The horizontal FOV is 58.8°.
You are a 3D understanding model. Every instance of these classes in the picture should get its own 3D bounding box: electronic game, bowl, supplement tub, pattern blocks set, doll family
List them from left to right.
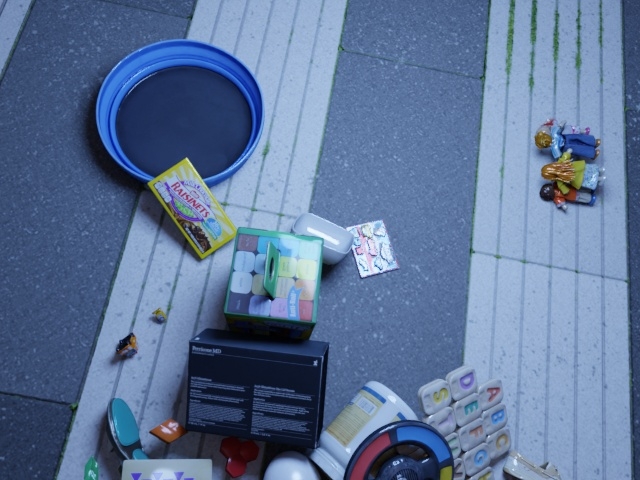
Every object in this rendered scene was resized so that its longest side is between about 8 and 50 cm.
[{"bbox_3d":[-0.283,0.485,1.063,0.324,0.026,0.286,16,56,-18],"label":"pattern blocks set"},{"bbox_3d":[-0.328,-0.297,1.361,0.390,0.077,0.391,2,72,-6],"label":"bowl"},{"bbox_3d":[0.000,0.000,1.283,0.142,0.142,0.053,25,115,2],"label":"bowl"},{"bbox_3d":[0.088,0.399,1.134,0.144,0.144,0.199,44,72,9],"label":"supplement tub"},{"bbox_3d":[0.147,0.444,1.052,0.229,0.048,0.229,-3,98,-20],"label":"electronic game"},{"bbox_3d":[0.615,-0.213,1.417,0.163,0.118,0.263,5,71,-5],"label":"doll family"}]

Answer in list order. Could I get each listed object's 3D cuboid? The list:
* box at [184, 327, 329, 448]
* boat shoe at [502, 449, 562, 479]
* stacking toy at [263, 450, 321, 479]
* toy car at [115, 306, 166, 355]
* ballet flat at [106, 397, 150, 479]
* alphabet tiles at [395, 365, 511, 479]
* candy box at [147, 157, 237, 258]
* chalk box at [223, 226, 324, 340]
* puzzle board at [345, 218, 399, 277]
[{"bbox_3d":[-0.122,0.284,1.114,0.261,0.103,0.185,6,99,8],"label":"box"},{"bbox_3d":[0.471,0.492,1.190,0.170,0.063,0.059,23,76,2],"label":"boat shoe"},{"bbox_3d":[0.001,0.618,1.015,0.350,0.351,0.480,-12,54,-10],"label":"stacking toy"},{"bbox_3d":[-0.373,0.201,1.199,0.122,0.060,0.041,-39,111,-10],"label":"toy car"},{"bbox_3d":[-0.384,0.418,1.118,0.068,0.072,0.213,-36,75,12],"label":"ballet flat"},{"bbox_3d":[0.276,0.403,1.140,0.277,0.021,0.284,-18,102,-26],"label":"alphabet tiles"},{"bbox_3d":[-0.281,-0.071,1.265,0.105,0.027,0.206,-35,103,-7],"label":"candy box"},{"bbox_3d":[-0.091,0.089,1.143,0.179,0.289,0.180,8,71,-4],"label":"chalk box"},{"bbox_3d":[0.123,0.017,1.340,0.096,0.011,0.128,-14,74,-11],"label":"puzzle board"}]
